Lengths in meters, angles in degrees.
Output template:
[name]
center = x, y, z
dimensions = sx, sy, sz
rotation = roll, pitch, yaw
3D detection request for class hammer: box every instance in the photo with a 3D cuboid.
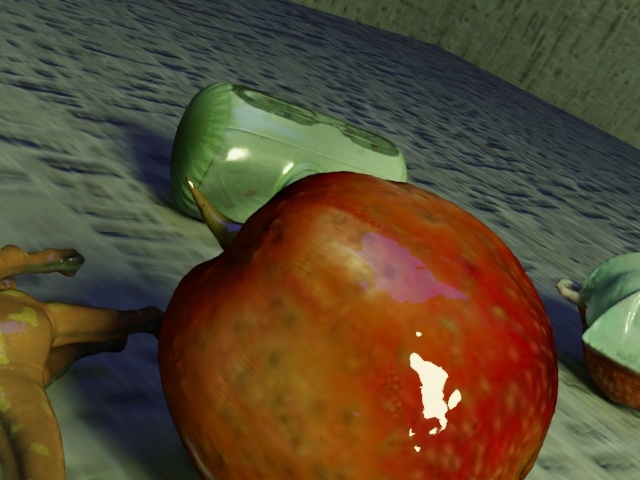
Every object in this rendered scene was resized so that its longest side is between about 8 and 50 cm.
[hammer]
center = 0.000, 0.000, 0.743
dimensions = 0.206, 0.119, 0.335
rotation = 15, 27, -24

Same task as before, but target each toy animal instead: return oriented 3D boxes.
[toy animal]
center = -0.131, 0.067, 0.428
dimensions = 0.224, 0.066, 0.230
rotation = 27, 14, 13

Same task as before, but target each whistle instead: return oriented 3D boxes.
[whistle]
center = 0.340, 0.110, 0.779
dimensions = 0.346, 0.133, 0.142
rotation = 31, 8, 31

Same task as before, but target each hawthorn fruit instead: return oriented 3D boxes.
[hawthorn fruit]
center = 0.004, 0.050, 0.437
dimensions = 0.200, 0.179, 0.179
rotation = 42, 19, 1
